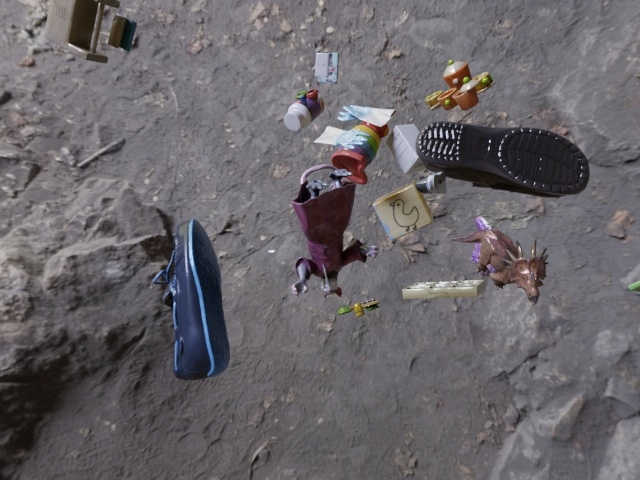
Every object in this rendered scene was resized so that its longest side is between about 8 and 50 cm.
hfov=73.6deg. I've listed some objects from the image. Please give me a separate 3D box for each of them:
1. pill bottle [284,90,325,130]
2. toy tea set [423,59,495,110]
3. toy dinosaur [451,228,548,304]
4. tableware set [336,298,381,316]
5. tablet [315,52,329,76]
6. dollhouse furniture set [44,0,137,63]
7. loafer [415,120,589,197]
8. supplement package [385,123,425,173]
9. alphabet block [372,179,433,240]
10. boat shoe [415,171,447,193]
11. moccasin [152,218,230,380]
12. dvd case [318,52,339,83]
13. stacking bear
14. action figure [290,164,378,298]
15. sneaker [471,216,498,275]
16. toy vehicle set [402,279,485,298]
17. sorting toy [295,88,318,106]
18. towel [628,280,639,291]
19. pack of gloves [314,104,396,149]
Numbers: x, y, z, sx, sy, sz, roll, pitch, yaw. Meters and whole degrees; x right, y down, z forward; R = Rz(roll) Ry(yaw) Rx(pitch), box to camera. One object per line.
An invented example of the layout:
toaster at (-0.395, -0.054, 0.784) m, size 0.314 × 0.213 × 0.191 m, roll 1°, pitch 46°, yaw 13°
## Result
pill bottle at (-0.070, -0.539, 1.796) m, size 0.108 × 0.193 × 0.108 m, roll 20°, pitch 138°, yaw 19°
toy tea set at (0.478, -0.551, 1.494) m, size 0.200 × 0.336 × 0.124 m, roll -35°, pitch 110°, yaw 2°
toy dinosaur at (0.482, 0.038, 1.123) m, size 0.127 × 0.200 × 0.295 m, roll -42°, pitch 57°, yaw -1°
tableware set at (0.095, 0.170, 1.037) m, size 0.104 × 0.154 × 0.024 m, roll -17°, pitch 76°, yaw 9°
tablet at (0.006, -0.675, 1.646) m, size 0.054 × 0.006 × 0.083 m, roll 11°, pitch 112°, yaw 21°
dollhouse furniture set at (-0.305, -0.359, 0.595) m, size 0.129 × 0.129 × 0.183 m, roll 29°, pitch 111°, yaw 10°
loafer at (0.398, -0.180, 0.962) m, size 0.366 × 0.130 × 0.133 m, roll 18°, pitch 82°, yaw 14°
supplement package at (0.371, -0.383, 1.784) m, size 0.105 × 0.105 × 0.179 m, roll -14°, pitch 66°, yaw -29°
alphabet block at (0.369, -0.135, 1.897) m, size 0.197 × 0.193 × 0.192 m, roll -27°, pitch 97°, yaw 19°
boat shoe at (0.242, -0.124, 0.926) m, size 0.040 × 0.142 × 0.049 m, roll -3°, pitch 94°, yaw 29°
moccasin at (-0.278, 0.113, 0.880) m, size 0.117 × 0.137 × 0.341 m, roll -19°, pitch 60°, yaw 10°
dvd case at (0.033, -0.715, 1.778) m, size 0.087 × 0.013 × 0.119 m, roll 10°, pitch 109°, yaw 22°
stacking bear at (0.181, -0.403, 1.753) m, size 0.164 × 0.175 × 0.289 m, roll 25°, pitch 69°, yaw 20°
action figure at (0.000, 0.000, 1.197) m, size 0.248 × 0.275 × 0.370 m, roll -11°, pitch 117°, yaw -18°
sneaker at (0.604, 0.032, 1.579) m, size 0.105 × 0.095 × 0.236 m, roll -18°, pitch 94°, yaw 18°
toy vehicle set at (0.459, 0.182, 1.589) m, size 0.267 × 0.166 × 0.035 m, roll -6°, pitch 91°, yaw 29°
sorting toy at (-0.047, -0.518, 1.559) m, size 0.061 × 0.102 × 0.042 m, roll -53°, pitch 130°, yaw -29°
towel at (0.639, 0.056, 0.740) m, size 0.113 × 0.152 × 0.023 m, roll 14°, pitch 56°, yaw -16°
pack of gloves at (0.102, -0.391, 1.421) m, size 0.195 × 0.232 × 0.046 m, roll -49°, pitch 132°, yaw -15°
